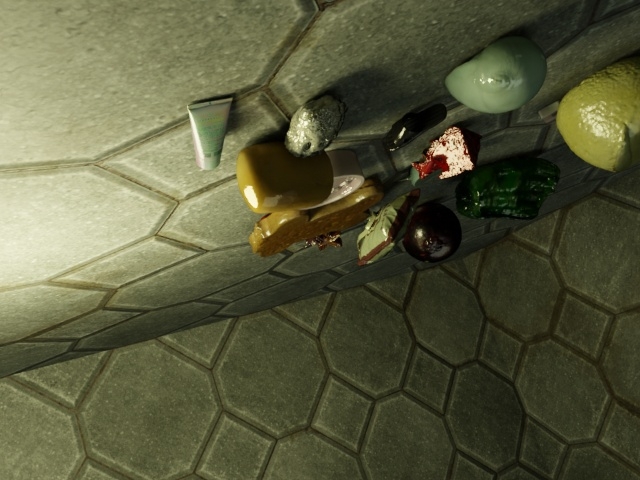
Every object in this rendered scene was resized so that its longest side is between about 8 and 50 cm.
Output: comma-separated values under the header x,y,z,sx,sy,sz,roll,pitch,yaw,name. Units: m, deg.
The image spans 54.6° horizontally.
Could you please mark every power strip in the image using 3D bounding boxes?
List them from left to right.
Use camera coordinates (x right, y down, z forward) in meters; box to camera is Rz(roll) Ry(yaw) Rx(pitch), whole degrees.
x,y,z,sx,sy,sz,roll,pitch,yaw,name
0.327,-0.209,1.779,0.216,0.044,0.137,-24,167,17,power strip

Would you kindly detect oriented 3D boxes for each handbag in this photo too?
x,y,z,sx,sy,sz,roll,pitch,yaw,name
0.197,-0.040,1.880,0.235,0.127,0.213,-37,-159,54,handbag

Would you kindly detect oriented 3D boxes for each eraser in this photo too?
x,y,z,sx,sy,sz,roll,pitch,yaw,name
0.642,-0.351,1.705,0.065,0.026,0.105,-29,165,26,eraser

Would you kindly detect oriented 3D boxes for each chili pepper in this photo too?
x,y,z,sx,sy,sz,roll,pitch,yaw,name
0.624,-0.176,2.092,0.384,0.213,0.167,-11,-153,-21,chili pepper

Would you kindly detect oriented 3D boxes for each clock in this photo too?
x,y,z,sx,sy,sz,roll,pitch,yaw,name
0.005,-0.145,1.508,0.196,0.068,0.197,-18,167,-4,clock

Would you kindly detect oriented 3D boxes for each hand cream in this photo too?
x,y,z,sx,sy,sz,roll,pitch,yaw,name
-0.194,-0.189,1.090,0.076,0.047,0.174,-15,158,-17,hand cream

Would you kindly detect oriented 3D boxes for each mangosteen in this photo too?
x,y,z,sx,sy,sz,roll,pitch,yaw,name
0.405,-0.041,2.289,0.228,0.228,0.265,-24,-155,16,mangosteen

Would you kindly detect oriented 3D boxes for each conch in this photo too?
x,y,z,sx,sy,sz,roll,pitch,yaw,name
0.345,-0.318,1.236,0.184,0.121,0.221,11,170,-2,conch

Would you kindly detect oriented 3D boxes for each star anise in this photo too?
x,y,z,sx,sy,sz,roll,pitch,yaw,name
0.000,0.000,2.133,0.097,0.070,0.190,28,139,-36,star anise

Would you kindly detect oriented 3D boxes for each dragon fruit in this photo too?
x,y,z,sx,sy,sz,roll,pitch,yaw,name
0.335,-0.215,1.622,0.192,0.122,0.092,-35,175,43,dragon fruit

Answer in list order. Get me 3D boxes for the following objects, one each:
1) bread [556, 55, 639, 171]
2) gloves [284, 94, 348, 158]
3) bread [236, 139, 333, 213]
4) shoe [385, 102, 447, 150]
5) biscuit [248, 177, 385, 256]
x,y,z,sx,sy,sz,roll,pitch,yaw,name
0.757,-0.324,1.554,0.320,0.237,0.320,-31,163,-11,bread
-0.001,-0.218,1.176,0.114,0.070,0.153,-15,158,-29,gloves
-0.063,-0.135,1.259,0.217,0.147,0.098,-16,-178,-36,bread
0.200,-0.257,1.361,0.159,0.062,0.053,-26,153,28,shoe
-0.015,-0.074,1.785,0.394,0.076,0.368,-19,168,-16,biscuit
